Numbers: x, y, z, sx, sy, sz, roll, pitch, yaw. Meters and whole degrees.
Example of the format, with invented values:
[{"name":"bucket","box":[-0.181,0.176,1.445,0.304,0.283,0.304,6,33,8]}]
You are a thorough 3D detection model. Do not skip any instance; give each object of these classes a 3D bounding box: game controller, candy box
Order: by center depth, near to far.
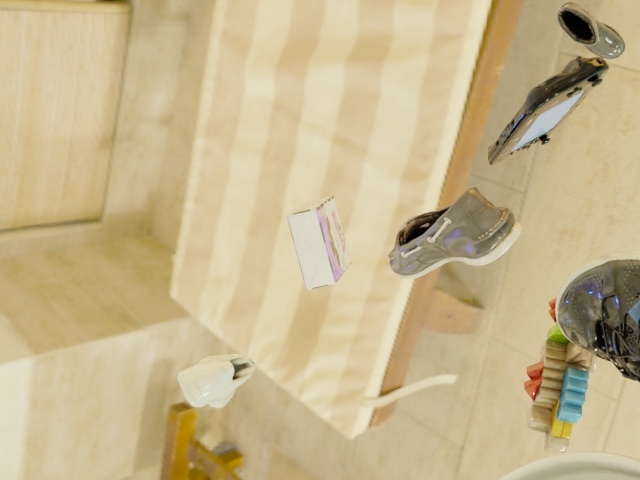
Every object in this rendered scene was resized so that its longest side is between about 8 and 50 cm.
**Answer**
[{"name":"game controller","box":[0.398,-0.223,1.618,0.067,0.166,0.319,50,166,9]},{"name":"candy box","box":[0.000,0.000,1.952,0.070,0.196,0.164,-13,99,14]}]

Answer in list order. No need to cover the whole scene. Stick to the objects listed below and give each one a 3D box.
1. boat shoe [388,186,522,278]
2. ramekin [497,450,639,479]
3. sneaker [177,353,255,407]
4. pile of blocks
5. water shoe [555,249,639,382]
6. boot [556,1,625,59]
[{"name":"boat shoe","box":[0.173,-0.017,1.321,0.095,0.112,0.335,48,162,-9]},{"name":"ramekin","box":[0.167,0.237,0.517,0.207,0.109,0.207,-27,42,28]},{"name":"sneaker","box":[-0.137,0.200,1.346,0.094,0.212,0.080,-28,85,4]},{"name":"pile of blocks","box":[0.491,0.263,1.870,0.113,0.149,0.362,11,91,1]},{"name":"water shoe","box":[0.185,0.055,0.446,0.203,0.080,0.073,9,124,54]},{"name":"boot","box":[0.578,-0.442,1.921,0.190,0.208,0.076,33,107,-1]}]
